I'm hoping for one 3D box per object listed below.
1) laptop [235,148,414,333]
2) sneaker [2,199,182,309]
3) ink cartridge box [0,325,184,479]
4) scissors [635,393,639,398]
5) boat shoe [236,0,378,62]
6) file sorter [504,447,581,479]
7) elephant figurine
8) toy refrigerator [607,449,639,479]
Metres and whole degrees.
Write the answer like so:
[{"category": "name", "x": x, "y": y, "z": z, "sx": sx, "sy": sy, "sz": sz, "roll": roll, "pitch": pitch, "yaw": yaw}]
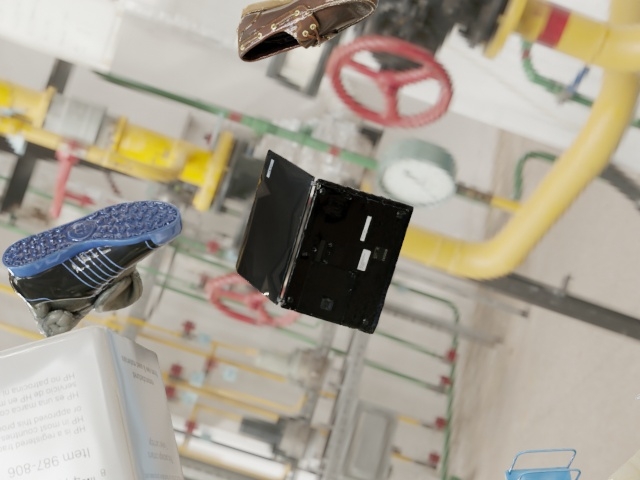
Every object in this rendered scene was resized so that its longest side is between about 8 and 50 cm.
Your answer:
[{"category": "laptop", "x": 0.000, "y": 0.000, "z": 2.076, "sx": 0.136, "sy": 0.264, "sz": 0.234, "roll": -75, "pitch": 1, "yaw": -75}, {"category": "sneaker", "x": -0.282, "y": 0.020, "z": 1.550, "sx": 0.081, "sy": 0.232, "sz": 0.090, "roll": -107, "pitch": 2, "yaw": -48}, {"category": "ink cartridge box", "x": -0.226, "y": 0.292, "z": 0.860, "sx": 0.166, "sy": 0.285, "sz": 0.395, "roll": 59, "pitch": -164, "yaw": -76}, {"category": "scissors", "x": 0.673, "y": 0.233, "z": 2.033, "sx": 0.297, "sy": 0.109, "sz": 0.021, "roll": -38, "pitch": -10, "yaw": 27}, {"category": "boat shoe", "x": -0.017, "y": -0.272, "z": 1.534, "sx": 0.207, "sy": 0.073, "sz": 0.073, "roll": -11, "pitch": 61, "yaw": 35}, {"category": "file sorter", "x": 0.402, "y": 0.459, "z": 2.124, "sx": 0.104, "sy": 0.118, "sz": 0.170, "roll": 96, "pitch": 171, "yaw": -54}, {"category": "elephant figurine", "x": -0.356, "y": 0.050, "z": 1.933, "sx": 0.186, "sy": 0.239, "sz": 0.169, "roll": 29, "pitch": 145, "yaw": 63}, {"category": "toy refrigerator", "x": 0.581, "y": 0.466, "z": 2.236, "sx": 0.269, "sy": 0.094, "sz": 0.102, "roll": -8, "pitch": -62, "yaw": -63}]
